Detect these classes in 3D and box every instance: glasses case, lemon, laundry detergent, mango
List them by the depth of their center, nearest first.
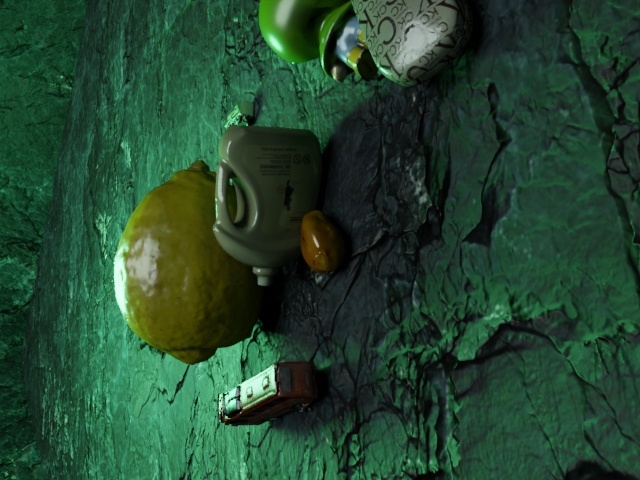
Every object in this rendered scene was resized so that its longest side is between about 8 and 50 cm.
[{"bbox_3d":[0.103,-0.359,1.014,0.137,0.085,0.354,-36,52,34],"label":"glasses case"},{"bbox_3d":[0.000,0.000,1.155,0.080,0.060,0.114,106,150,-47],"label":"mango"},{"bbox_3d":[-0.086,-0.054,1.203,0.091,0.181,0.253,15,103,55],"label":"laundry detergent"},{"bbox_3d":[-0.227,0.045,1.326,0.285,0.285,0.316,6,124,60],"label":"lemon"}]

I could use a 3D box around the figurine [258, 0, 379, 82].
[{"bbox_3d":[0.004,-0.334,1.151,0.263,0.143,0.162,43,117,40],"label":"figurine"}]

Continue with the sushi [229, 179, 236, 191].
[{"bbox_3d":[-0.206,-0.041,1.542,0.201,0.031,0.139,-55,41,39],"label":"sushi"}]

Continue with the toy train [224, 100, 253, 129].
[{"bbox_3d":[-0.163,-0.241,1.508,0.083,0.033,0.053,-26,57,56],"label":"toy train"}]

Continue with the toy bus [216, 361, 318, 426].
[{"bbox_3d":[-0.086,0.250,1.218,0.235,0.096,0.073,-36,52,50],"label":"toy bus"}]
